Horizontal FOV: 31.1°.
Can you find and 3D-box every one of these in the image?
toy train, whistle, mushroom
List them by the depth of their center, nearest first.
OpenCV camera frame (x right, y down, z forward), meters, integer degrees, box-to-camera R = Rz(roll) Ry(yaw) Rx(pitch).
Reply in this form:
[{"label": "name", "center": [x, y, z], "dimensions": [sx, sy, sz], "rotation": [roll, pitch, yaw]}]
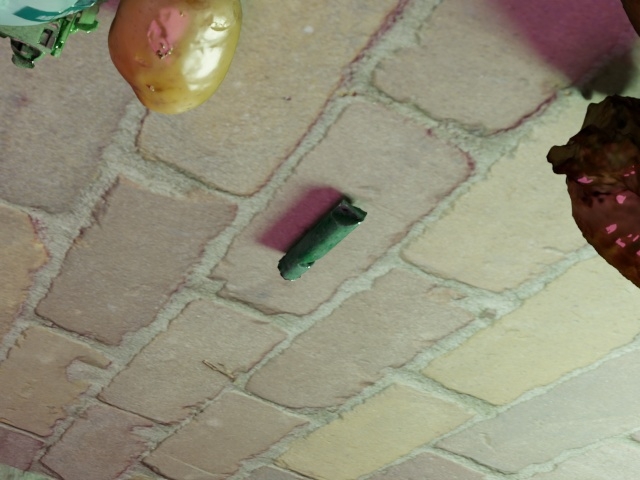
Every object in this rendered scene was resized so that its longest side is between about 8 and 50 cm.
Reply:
[{"label": "mushroom", "center": [0.377, 0.066, 1.037], "dimensions": [0.356, 0.331, 0.334], "rotation": [5, 113, 1]}, {"label": "toy train", "center": [-0.293, -0.234, 1.122], "dimensions": [0.149, 0.081, 0.099], "rotation": [26, 148, -11]}, {"label": "whistle", "center": [0.000, 0.000, 1.433], "dimensions": [0.039, 0.039, 0.186], "rotation": [23, 147, -17]}]

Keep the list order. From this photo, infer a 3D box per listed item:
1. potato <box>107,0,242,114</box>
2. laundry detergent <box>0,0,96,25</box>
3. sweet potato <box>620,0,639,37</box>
[{"label": "potato", "center": [-0.141, -0.193, 1.095], "dimensions": [0.118, 0.109, 0.178], "rotation": [36, 143, 4]}, {"label": "laundry detergent", "center": [-0.222, -0.299, 0.681], "dimensions": [0.287, 0.305, 0.287], "rotation": [20, 169, 4]}, {"label": "sweet potato", "center": [0.284, -0.220, 0.858], "dimensions": [0.157, 0.158, 0.369], "rotation": [-11, 152, 35]}]
